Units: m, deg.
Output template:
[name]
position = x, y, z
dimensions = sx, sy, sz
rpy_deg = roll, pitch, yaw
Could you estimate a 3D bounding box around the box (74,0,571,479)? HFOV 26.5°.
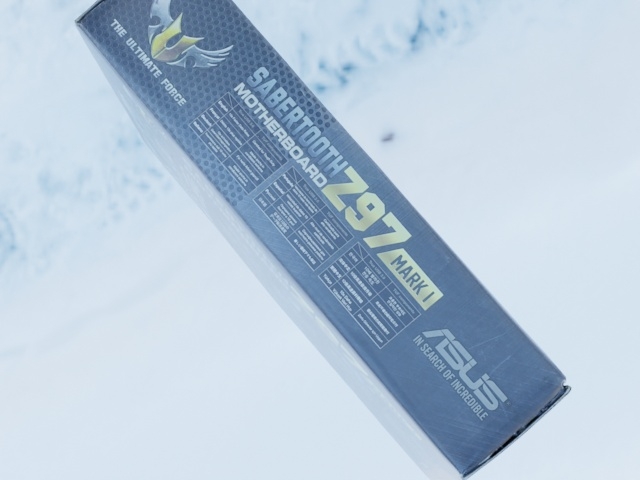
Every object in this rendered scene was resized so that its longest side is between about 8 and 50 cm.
[box]
position = 0.000, 0.000, 0.592
dimensions = 0.059, 0.183, 0.233
rpy_deg = -41, 81, -5
